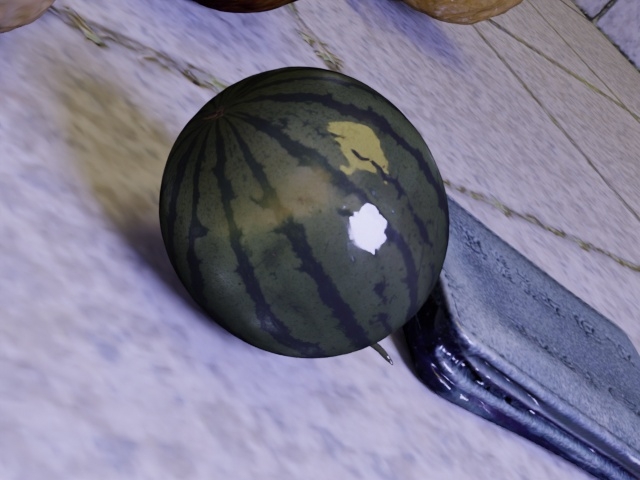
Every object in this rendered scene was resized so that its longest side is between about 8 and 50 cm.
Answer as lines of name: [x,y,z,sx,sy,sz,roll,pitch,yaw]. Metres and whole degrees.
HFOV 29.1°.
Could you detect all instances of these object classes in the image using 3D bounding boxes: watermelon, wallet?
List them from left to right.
watermelon: [0.000,0.000,0.464,0.133,0.105,0.105,59,12,-26]
wallet: [0.116,0.055,0.653,0.222,0.036,0.167,33,22,-26]

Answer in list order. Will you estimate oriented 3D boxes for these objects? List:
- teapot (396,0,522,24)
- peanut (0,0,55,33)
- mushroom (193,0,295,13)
teapot: [0.095,-0.289,1.152,0.203,0.167,0.311,61,35,-22]
peanut: [-0.129,-0.136,0.507,0.089,0.089,0.193,35,21,-20]
mushroom: [-0.102,-0.301,0.759,0.345,0.259,0.345,48,33,-47]
